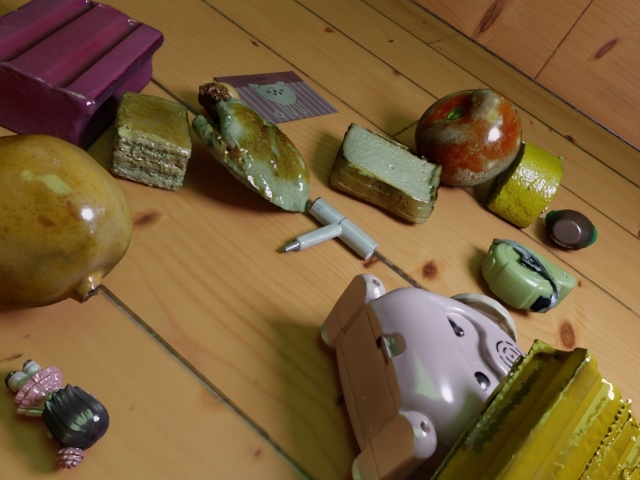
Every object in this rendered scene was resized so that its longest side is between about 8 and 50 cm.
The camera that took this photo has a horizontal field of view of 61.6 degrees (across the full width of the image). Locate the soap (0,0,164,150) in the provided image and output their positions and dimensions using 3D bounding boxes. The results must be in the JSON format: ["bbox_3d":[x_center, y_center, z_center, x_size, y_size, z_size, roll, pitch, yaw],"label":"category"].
[{"bbox_3d":[-0.470,-0.335,1.005,0.233,0.128,0.359,24,38,-10],"label":"soap"}]

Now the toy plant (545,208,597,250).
[{"bbox_3d":[0.671,-0.031,1.449,0.143,0.105,0.200,33,18,24],"label":"toy plant"}]

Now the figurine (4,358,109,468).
[{"bbox_3d":[-0.293,0.185,0.590,0.129,0.054,0.072,36,41,11],"label":"figurine"}]

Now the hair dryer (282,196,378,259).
[{"bbox_3d":[0.005,0.006,1.012,0.155,0.044,0.183,38,43,12],"label":"hair dryer"}]

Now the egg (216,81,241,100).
[{"bbox_3d":[-0.211,-0.298,1.177,0.080,0.080,0.096,-24,74,-47],"label":"egg"}]

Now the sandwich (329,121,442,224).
[{"bbox_3d":[0.154,-0.153,1.247,0.251,0.087,0.226,24,36,-4],"label":"sandwich"}]

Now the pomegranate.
[{"bbox_3d":[-0.352,-0.026,0.658,0.233,0.233,0.233,18,39,-15],"label":"pomegranate"}]

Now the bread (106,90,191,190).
[{"bbox_3d":[-0.305,-0.192,0.974,0.138,0.102,0.196,15,38,-23],"label":"bread"}]

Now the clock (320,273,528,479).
[{"bbox_3d":[0.192,0.212,0.796,0.326,0.184,0.342,15,45,-27],"label":"clock"}]

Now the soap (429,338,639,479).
[{"bbox_3d":[0.232,0.289,0.605,0.324,0.096,0.204,-46,109,-18],"label":"soap"}]

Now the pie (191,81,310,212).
[{"bbox_3d":[-0.122,-0.164,1.031,0.274,0.105,0.257,27,32,-44],"label":"pie"}]

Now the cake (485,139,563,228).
[{"bbox_3d":[0.556,-0.162,1.450,0.156,0.179,0.260,32,38,1],"label":"cake"}]

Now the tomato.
[{"bbox_3d":[0.387,-0.255,1.394,0.222,0.270,0.270,50,26,-32],"label":"tomato"}]

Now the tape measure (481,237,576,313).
[{"bbox_3d":[0.440,0.074,1.162,0.200,0.106,0.175,41,35,16],"label":"tape measure"}]

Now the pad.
[{"bbox_3d":[-0.105,-0.378,1.399,0.202,0.005,0.300,45,39,18],"label":"pad"}]
